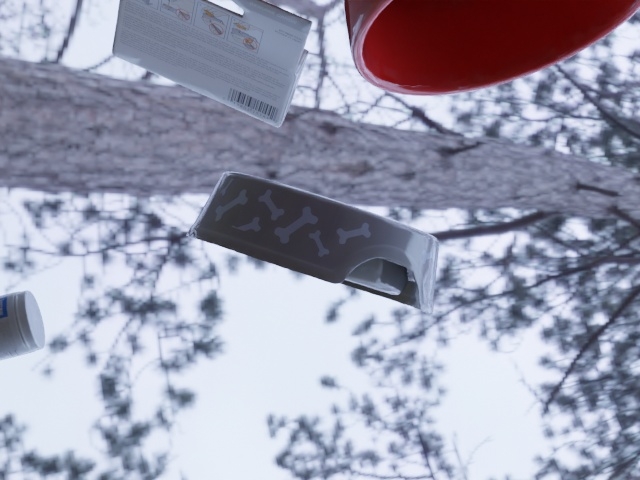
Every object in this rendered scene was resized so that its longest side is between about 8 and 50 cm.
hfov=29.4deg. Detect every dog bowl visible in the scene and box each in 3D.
[{"bbox_3d":[0.000,0.000,1.635,0.349,0.349,0.102,16,-92,34],"label":"dog bowl"}]

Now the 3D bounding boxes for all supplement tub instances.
[{"bbox_3d":[-0.364,0.099,1.336,0.107,0.071,0.071,-15,-100,0],"label":"supplement tub"}]

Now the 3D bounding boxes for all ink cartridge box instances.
[{"bbox_3d":[-0.162,-0.325,1.864,0.296,0.066,0.261,24,-34,0],"label":"ink cartridge box"}]

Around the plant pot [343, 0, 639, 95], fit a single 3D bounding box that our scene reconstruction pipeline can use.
[{"bbox_3d":[0.125,-0.292,1.035,0.275,0.275,0.243,-27,-110,32],"label":"plant pot"}]
